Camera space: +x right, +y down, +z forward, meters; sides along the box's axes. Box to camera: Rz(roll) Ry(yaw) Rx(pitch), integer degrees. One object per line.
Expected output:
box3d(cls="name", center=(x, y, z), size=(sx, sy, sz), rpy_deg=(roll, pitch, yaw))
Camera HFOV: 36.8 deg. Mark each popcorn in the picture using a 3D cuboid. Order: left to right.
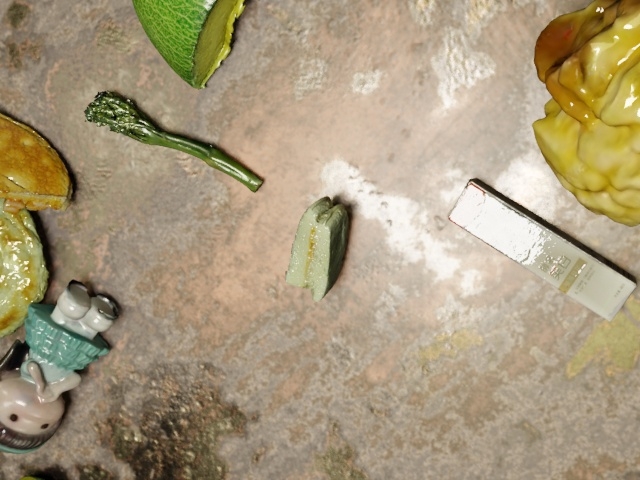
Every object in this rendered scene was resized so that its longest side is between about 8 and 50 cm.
box3d(cls="popcorn", center=(0.347, -0.131, 0.944), size=(0.332, 0.265, 0.225), rpy_deg=(13, 126, -26))

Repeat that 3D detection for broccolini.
box3d(cls="broccolini", center=(-0.178, -0.120, 1.183), size=(0.239, 0.051, 0.054), rpy_deg=(25, 147, 5))

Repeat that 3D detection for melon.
box3d(cls="melon", center=(-0.148, -0.325, 1.100), size=(0.169, 0.129, 0.265), rpy_deg=(38, 106, 10))

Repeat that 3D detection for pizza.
box3d(cls="pizza", center=(-0.398, -0.091, 1.206), size=(0.175, 0.134, 0.046), rpy_deg=(50, 143, 14))

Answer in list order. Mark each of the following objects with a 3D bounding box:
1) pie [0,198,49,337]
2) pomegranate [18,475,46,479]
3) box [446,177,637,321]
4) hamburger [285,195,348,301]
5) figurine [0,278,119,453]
box3d(cls="pie", center=(-0.456, 0.011, 1.246), size=(0.201, 0.090, 0.248), rpy_deg=(-33, 88, 3))
box3d(cls="pomegranate", center=(-0.397, 0.401, 1.257), size=(0.143, 0.169, 0.122), rpy_deg=(30, 148, 23))
box3d(cls="box", center=(0.249, 0.008, 1.087), size=(0.218, 0.039, 0.055), rpy_deg=(32, 106, 8))
box3d(cls="hamburger", center=(0.004, 0.001, 1.128), size=(0.054, 0.084, 0.121), rpy_deg=(17, 120, 20))
box3d(cls="figurine", center=(-0.363, 0.162, 1.226), size=(0.138, 0.110, 0.245), rpy_deg=(31, 101, -25))
